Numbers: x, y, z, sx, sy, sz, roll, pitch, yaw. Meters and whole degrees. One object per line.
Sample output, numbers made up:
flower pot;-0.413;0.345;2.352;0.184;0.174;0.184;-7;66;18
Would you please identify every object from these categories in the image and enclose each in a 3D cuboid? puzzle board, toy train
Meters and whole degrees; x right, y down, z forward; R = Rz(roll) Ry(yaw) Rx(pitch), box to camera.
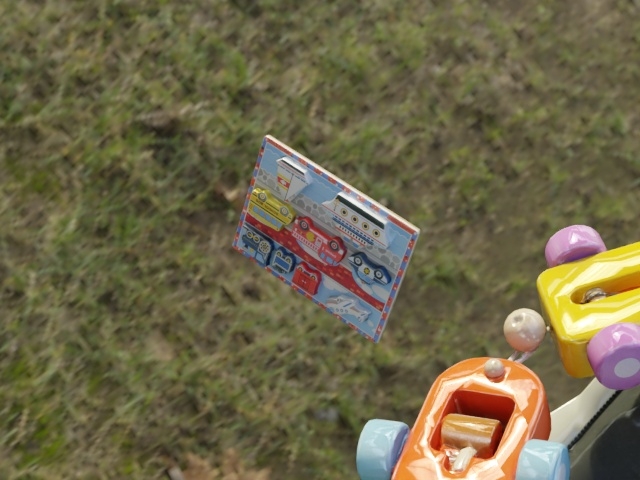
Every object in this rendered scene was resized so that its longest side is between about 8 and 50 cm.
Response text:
puzzle board;0.000;0.000;1.007;0.128;0.096;0.011;33;38;20
toy train;0.101;0.052;0.424;0.125;0.166;0.046;-66;149;-43

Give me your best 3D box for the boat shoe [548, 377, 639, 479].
boat shoe;0.132;0.057;0.501;0.233;0.084;0.079;-44;75;-6
